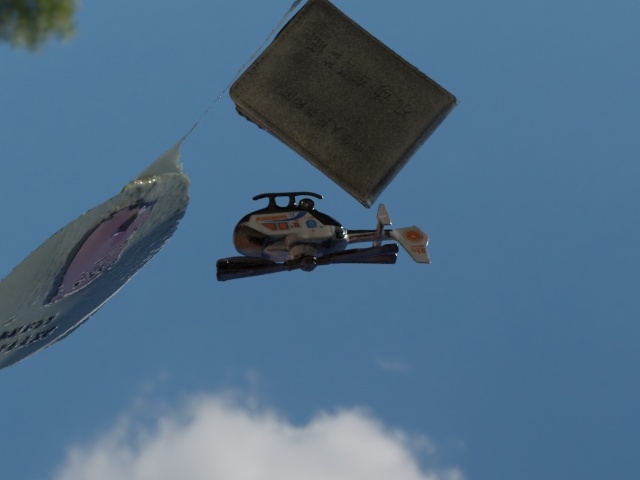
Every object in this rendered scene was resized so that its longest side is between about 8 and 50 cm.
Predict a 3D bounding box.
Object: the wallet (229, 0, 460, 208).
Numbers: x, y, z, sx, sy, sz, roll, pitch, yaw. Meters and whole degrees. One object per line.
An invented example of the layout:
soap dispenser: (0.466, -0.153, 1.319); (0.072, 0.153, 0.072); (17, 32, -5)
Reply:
wallet: (0.022, -0.158, 1.828); (0.222, 0.036, 0.167); (39, -97, 21)

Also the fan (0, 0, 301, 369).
fan: (-0.097, -0.023, 0.894); (0.310, 0.010, 0.182); (-48, 168, 27)

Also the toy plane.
toy plane: (0.001, -0.001, 1.473); (0.197, 0.053, 0.078); (-1, -138, -11)
